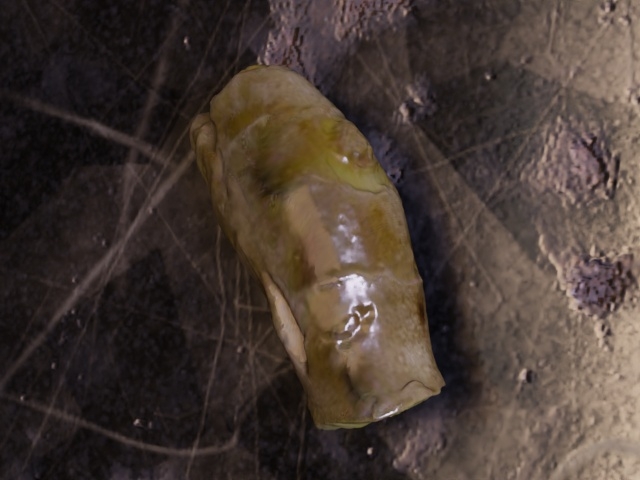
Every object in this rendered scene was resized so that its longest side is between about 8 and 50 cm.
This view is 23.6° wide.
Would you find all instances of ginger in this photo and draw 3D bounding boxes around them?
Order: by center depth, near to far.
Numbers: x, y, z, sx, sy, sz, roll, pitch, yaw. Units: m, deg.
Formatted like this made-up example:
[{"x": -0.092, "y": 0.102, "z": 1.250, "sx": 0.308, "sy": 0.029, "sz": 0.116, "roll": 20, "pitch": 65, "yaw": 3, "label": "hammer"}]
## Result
[{"x": 0.000, "y": 0.000, "z": 1.000, "sx": 0.116, "sy": 0.109, "sz": 0.263, "roll": -21, "pitch": 73, "yaw": -5, "label": "ginger"}]
